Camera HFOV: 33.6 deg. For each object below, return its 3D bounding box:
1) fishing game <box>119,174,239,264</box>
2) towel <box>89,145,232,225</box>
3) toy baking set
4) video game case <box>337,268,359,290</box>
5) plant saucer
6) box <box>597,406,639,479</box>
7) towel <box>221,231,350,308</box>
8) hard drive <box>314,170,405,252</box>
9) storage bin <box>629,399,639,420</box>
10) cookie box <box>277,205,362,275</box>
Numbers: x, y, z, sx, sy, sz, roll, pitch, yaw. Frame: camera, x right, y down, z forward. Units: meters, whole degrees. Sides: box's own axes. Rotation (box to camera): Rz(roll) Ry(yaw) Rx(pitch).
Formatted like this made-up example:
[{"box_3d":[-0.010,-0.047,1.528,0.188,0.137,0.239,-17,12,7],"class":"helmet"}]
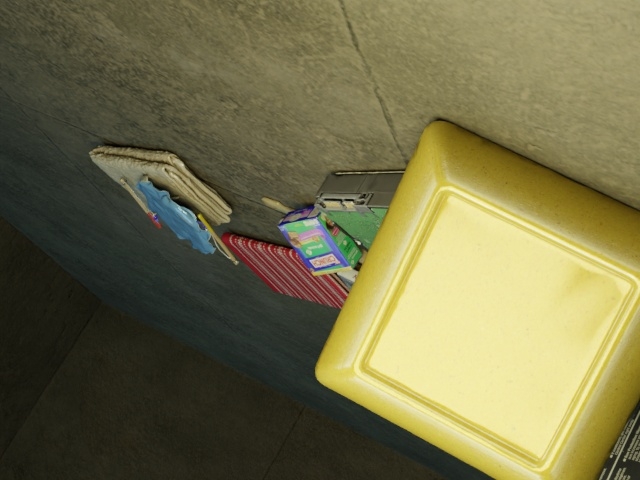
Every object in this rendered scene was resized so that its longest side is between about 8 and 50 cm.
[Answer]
[{"box_3d":[-0.256,-0.049,1.906,0.264,0.041,0.189,21,154,48],"class":"fishing game"},{"box_3d":[-0.293,-0.106,1.955,0.282,0.049,0.187,12,154,48],"class":"towel"},{"box_3d":[0.017,0.010,1.767,0.256,0.030,0.196,37,164,-22],"class":"toy baking set"},{"box_3d":[0.128,0.111,1.850,0.183,0.023,0.201,25,170,17],"class":"video game case"},{"box_3d":[0.187,0.087,1.118,0.332,0.333,0.081,27,-168,13],"class":"plant saucer"},{"box_3d":[0.480,0.348,1.468,0.182,0.296,0.294,38,164,-26],"class":"box"},{"box_3d":[-0.054,0.059,2.062,0.274,0.031,0.199,12,154,46],"class":"towel"},{"box_3d":[0.174,0.024,1.457,0.339,0.064,0.237,38,163,-26],"class":"hard drive"},{"box_3d":[0.374,0.180,1.459,0.084,0.122,0.180,32,165,-6],"class":"storage bin"},{"box_3d":[0.000,0.000,1.661,0.091,0.040,0.107,-11,123,45],"class":"cookie box"}]
